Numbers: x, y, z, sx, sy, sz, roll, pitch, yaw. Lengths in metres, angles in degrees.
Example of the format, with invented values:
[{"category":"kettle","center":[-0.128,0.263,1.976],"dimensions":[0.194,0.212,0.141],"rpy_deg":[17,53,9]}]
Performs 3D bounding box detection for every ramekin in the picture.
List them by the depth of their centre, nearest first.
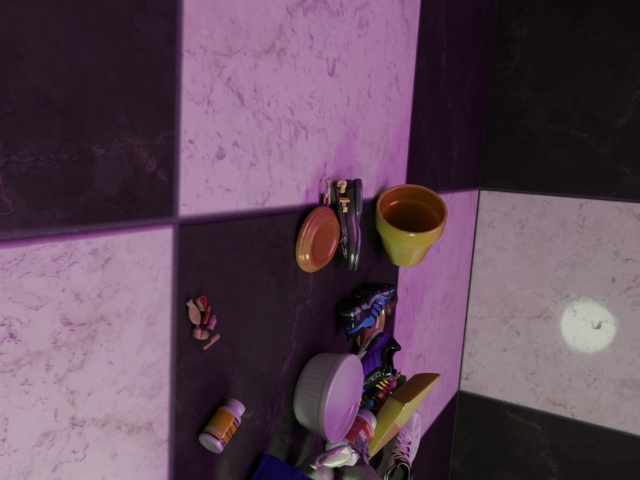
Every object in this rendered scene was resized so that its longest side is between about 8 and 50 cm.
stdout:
[{"category":"ramekin","center":[0.023,0.476,1.708],"dimensions":[0.273,0.127,0.273],"rpy_deg":[-24,118,-58]}]

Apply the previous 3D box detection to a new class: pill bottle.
[{"category":"pill bottle","center":[-0.228,0.432,1.294],"dimensions":[0.116,0.065,0.065],"rpy_deg":[-55,142,-41]},{"category":"pill bottle","center":[0.115,0.691,1.944],"dimensions":[0.216,0.121,0.121],"rpy_deg":[-30,123,-56]}]

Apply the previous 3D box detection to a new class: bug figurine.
[{"category":"bug figurine","center":[0.238,0.605,2.139],"dimensions":[0.216,0.072,0.279],"rpy_deg":[-52,154,14]}]

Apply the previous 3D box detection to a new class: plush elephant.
[{"category":"plush elephant","center":[0.040,0.722,1.593],"dimensions":[0.272,0.255,0.330],"rpy_deg":[119,-28,-44]}]

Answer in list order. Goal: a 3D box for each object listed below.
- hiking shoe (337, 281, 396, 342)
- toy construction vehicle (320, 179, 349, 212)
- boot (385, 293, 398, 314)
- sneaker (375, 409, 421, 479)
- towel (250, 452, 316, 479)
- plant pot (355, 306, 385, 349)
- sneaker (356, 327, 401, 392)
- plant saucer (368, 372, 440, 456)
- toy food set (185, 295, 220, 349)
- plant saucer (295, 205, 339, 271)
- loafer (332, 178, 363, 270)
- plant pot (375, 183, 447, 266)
[{"category":"hiking shoe","center":[0.163,0.236,1.929],"dimensions":[0.304,0.113,0.132],"rpy_deg":[-22,114,-46]},{"category":"toy construction vehicle","center":[0.048,-0.131,1.637],"dimensions":[0.086,0.035,0.098],"rpy_deg":[2,100,-20]},{"category":"boot","center":[0.272,0.231,2.211],"dimensions":[0.114,0.037,0.106],"rpy_deg":[57,46,-45]},{"category":"sneaker","center":[0.350,0.892,2.279],"dimensions":[0.447,0.169,0.257],"rpy_deg":[-63,-178,-28]},{"category":"towel","center":[-0.068,0.726,1.426],"dimensions":[0.228,0.308,0.076],"rpy_deg":[-56,161,-36]},{"category":"plant pot","center":[0.183,0.315,2.065],"dimensions":[0.236,0.032,0.236],"rpy_deg":[-25,120,-57]},{"category":"sneaker","center":[0.188,0.466,1.952],"dimensions":[0.293,0.146,0.102],"rpy_deg":[-59,145,-9]},{"category":"plant saucer","center":[0.295,0.659,2.128],"dimensions":[0.333,0.081,0.333],"rpy_deg":[-13,136,-56]},{"category":"toy food set","center":[-0.261,0.174,1.215],"dimensions":[0.078,0.019,0.122],"rpy_deg":[-38,122,-53]},{"category":"plant saucer","center":[0.000,0.000,1.604],"dimensions":[0.200,0.037,0.200],"rpy_deg":[-36,134,-47]},{"category":"loafer","center":[0.079,-0.049,1.739],"dimensions":[0.109,0.095,0.302],"rpy_deg":[-96,-173,-69]},{"category":"plant pot","center":[0.324,-0.038,2.032],"dimensions":[0.239,0.254,0.254],"rpy_deg":[89,25,-50]}]
